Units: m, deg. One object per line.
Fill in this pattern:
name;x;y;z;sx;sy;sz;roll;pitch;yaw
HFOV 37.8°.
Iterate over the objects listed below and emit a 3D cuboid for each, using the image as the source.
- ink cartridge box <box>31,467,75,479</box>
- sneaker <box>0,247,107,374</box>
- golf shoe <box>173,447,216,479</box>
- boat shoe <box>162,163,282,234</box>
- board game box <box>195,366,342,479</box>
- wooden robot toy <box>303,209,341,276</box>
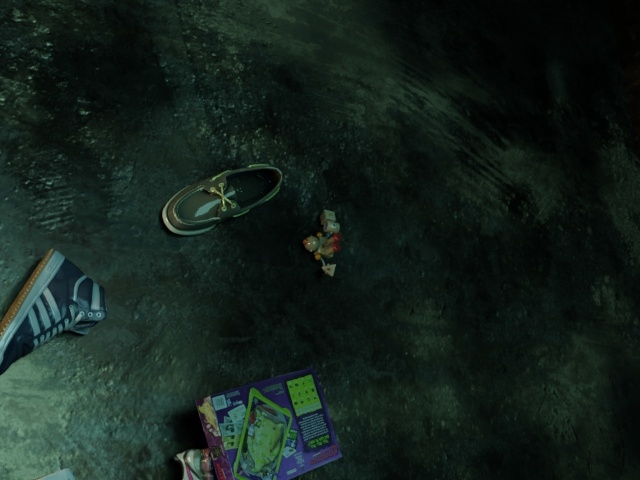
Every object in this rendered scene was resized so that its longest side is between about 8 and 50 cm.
ink cartridge box;-0.499;0.448;1.502;0.160;0.219;0.093;-16;82;-41
sneaker;-0.496;0.160;1.706;0.153;0.099;0.282;37;50;-19
golf shoe;-0.239;0.496;1.807;0.086;0.067;0.186;-6;85;2
boat shoe;-0.210;-0.098;2.045;0.305;0.091;0.109;-25;89;-42
board game box;-0.097;0.389;1.911;0.347;0.056;0.208;-4;70;-55
wooden robot toy;0.000;0.000;2.192;0.079;0.076;0.173;14;63;-22
